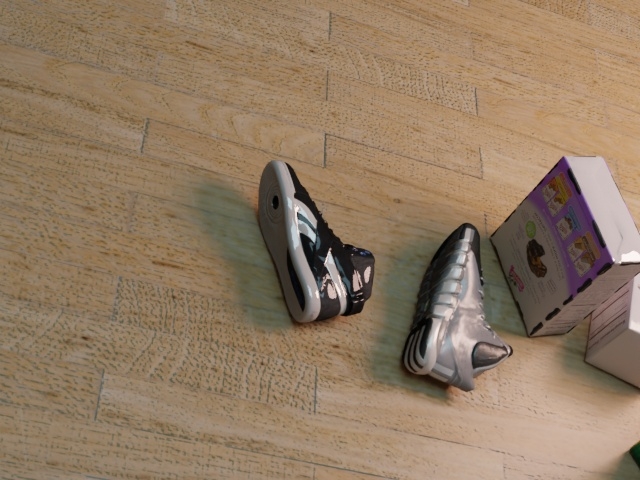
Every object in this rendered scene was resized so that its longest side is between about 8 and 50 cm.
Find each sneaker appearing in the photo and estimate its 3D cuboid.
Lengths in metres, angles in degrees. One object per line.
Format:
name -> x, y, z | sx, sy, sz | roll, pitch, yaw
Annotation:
sneaker -> 0.195, 0.095, 1.360 | 0.132, 0.086, 0.229 | 29, 60, -11
sneaker -> 0.000, 0.000, 1.334 | 0.121, 0.079, 0.217 | -2, 67, -31

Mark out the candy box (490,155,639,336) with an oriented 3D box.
candy box -> 0.325, 0.010, 1.398 | 0.070, 0.196, 0.165 | -1, 59, -27

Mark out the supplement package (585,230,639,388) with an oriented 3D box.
supplement package -> 0.446, 0.098, 1.455 | 0.105, 0.105, 0.179 | 26, 50, -8

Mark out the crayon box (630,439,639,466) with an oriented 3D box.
crayon box -> 0.534, 0.210, 1.304 | 0.165, 0.278, 0.081 | -15, 64, -33
